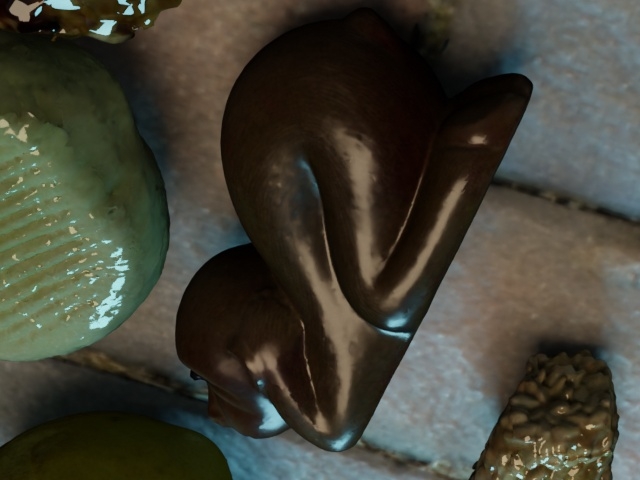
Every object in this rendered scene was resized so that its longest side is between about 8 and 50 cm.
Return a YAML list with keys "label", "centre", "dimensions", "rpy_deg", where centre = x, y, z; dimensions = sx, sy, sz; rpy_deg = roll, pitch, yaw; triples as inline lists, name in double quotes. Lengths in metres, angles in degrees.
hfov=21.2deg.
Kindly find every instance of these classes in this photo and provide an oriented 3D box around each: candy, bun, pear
- label: "candy"
  centre: [0.132, 0.121, 0.994]
  dimensions: [0.085, 0.095, 0.110]
  rpy_deg: [13, 122, 6]
- label: "bun"
  centre: [-0.182, -0.037, 0.921]
  dimensions: [0.203, 0.126, 0.212]
  rpy_deg: [-7, 131, 15]
- label: "pear"
  centre: [-0.139, 0.199, 1.047]
  dimensions: [0.200, 0.200, 0.200]
  rpy_deg: [5, 126, 7]

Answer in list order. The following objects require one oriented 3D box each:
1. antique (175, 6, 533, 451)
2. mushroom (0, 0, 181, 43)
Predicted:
- label: "antique"
  centre: [0.000, 0.000, 0.918]
  dimensions: [0.143, 0.121, 0.257]
  rpy_deg: [23, 126, 3]
- label: "mushroom"
  centre: [-0.045, -0.265, 0.691]
  dimensions: [0.331, 0.356, 0.334]
  rpy_deg: [-8, 93, 8]
